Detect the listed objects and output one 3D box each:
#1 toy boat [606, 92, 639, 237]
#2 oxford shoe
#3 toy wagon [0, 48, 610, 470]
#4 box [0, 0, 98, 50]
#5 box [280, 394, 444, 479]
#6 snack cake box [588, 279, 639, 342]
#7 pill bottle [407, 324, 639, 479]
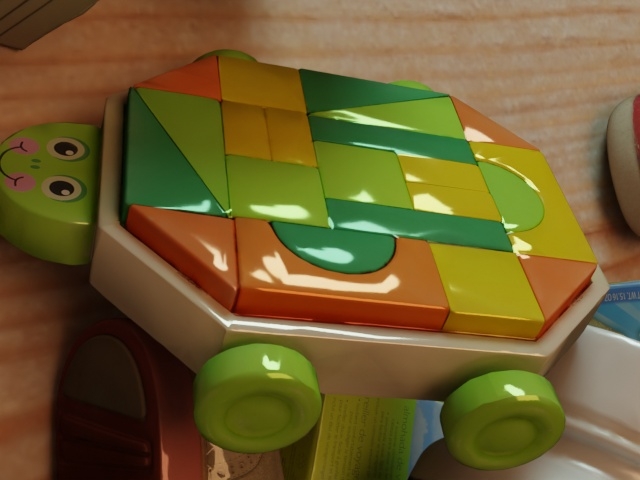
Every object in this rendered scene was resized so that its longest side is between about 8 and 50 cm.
[{"bbox_3d":[0.381,-0.083,0.905,0.231,0.151,0.151,-17,94,-41],"label":"toy boat"},{"bbox_3d":[-0.054,0.214,0.503,0.130,0.123,0.349,3,83,-47],"label":"oxford shoe"},{"bbox_3d":[-0.023,-0.013,0.499,0.344,0.068,0.267,7,39,-16],"label":"toy wagon"},{"bbox_3d":[-0.203,-0.192,0.416,0.232,0.148,0.127,11,76,-40],"label":"box"},{"bbox_3d":[0.049,0.158,0.649,0.178,0.042,0.109,22,70,-38],"label":"box"},{"bbox_3d":[0.276,0.102,0.708,0.089,0.264,0.152,-3,85,-41],"label":"snack cake box"},{"bbox_3d":[0.119,0.241,0.547,0.204,0.204,0.361,33,76,-33],"label":"pill bottle"}]
